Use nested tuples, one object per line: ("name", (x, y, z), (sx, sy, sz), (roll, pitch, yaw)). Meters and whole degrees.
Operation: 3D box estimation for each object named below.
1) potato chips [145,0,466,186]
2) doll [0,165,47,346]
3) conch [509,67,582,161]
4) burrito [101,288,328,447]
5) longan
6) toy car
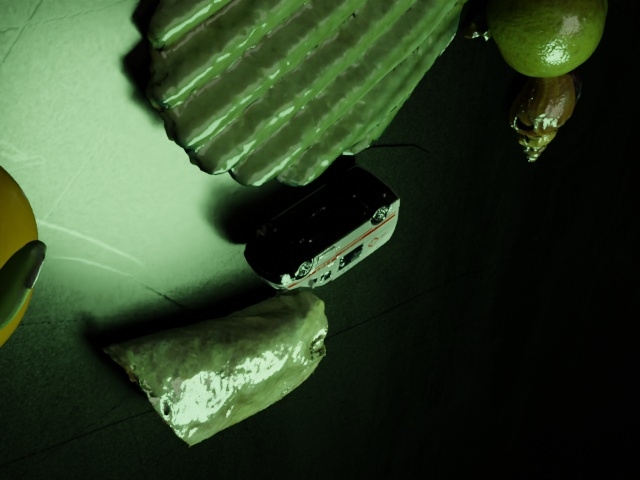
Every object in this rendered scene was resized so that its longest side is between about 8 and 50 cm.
("potato chips", (0.015, -0.222, 1.045), (0.429, 0.070, 0.358), (-42, 145, -12))
("doll", (-0.307, 0.031, 0.758), (0.213, 0.236, 0.213), (-26, 136, -28))
("conch", (0.323, -0.213, 1.408), (0.086, 0.080, 0.232), (-17, 136, -52))
("burrito", (-0.121, 0.166, 1.259), (0.348, 0.107, 0.175), (-15, 121, -45))
("longan", (0.263, -0.271, 1.234), (0.145, 0.176, 0.154), (-74, 149, -51))
("toy car", (0.000, 0.000, 1.238), (0.210, 0.089, 0.108), (-35, 151, -27))
